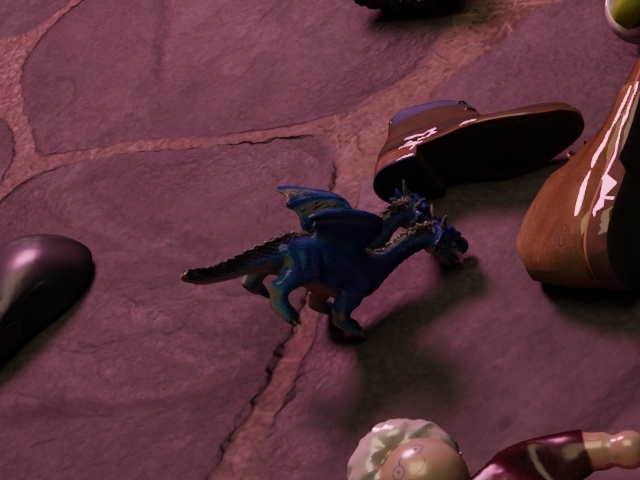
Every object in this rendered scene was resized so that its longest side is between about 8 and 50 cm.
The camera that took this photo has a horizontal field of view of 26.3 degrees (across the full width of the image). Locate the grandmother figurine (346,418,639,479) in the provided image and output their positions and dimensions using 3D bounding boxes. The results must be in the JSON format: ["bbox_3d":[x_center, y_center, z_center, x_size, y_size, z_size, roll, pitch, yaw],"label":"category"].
[{"bbox_3d":[0.159,0.208,0.965,0.342,0.104,0.208,17,47,42],"label":"grandmother figurine"}]

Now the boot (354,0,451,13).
[{"bbox_3d":[0.195,-0.399,1.643,0.348,0.131,0.260,-12,31,39],"label":"boot"}]

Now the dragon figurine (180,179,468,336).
[{"bbox_3d":[0.000,0.000,1.235,0.085,0.289,0.144,35,107,54],"label":"dragon figurine"}]

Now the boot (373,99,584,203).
[{"bbox_3d":[0.154,-0.116,1.374,0.219,0.082,0.106,-16,40,20],"label":"boot"}]

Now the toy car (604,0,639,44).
[{"bbox_3d":[0.380,-0.254,1.362,0.182,0.159,0.136,-36,75,-15],"label":"toy car"}]

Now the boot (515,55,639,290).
[{"bbox_3d":[0.266,-0.081,1.246,0.115,0.112,0.305,-7,42,44],"label":"boot"}]

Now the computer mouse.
[{"bbox_3d":[-0.362,0.079,1.487,0.188,0.072,0.272,15,54,45],"label":"computer mouse"}]
